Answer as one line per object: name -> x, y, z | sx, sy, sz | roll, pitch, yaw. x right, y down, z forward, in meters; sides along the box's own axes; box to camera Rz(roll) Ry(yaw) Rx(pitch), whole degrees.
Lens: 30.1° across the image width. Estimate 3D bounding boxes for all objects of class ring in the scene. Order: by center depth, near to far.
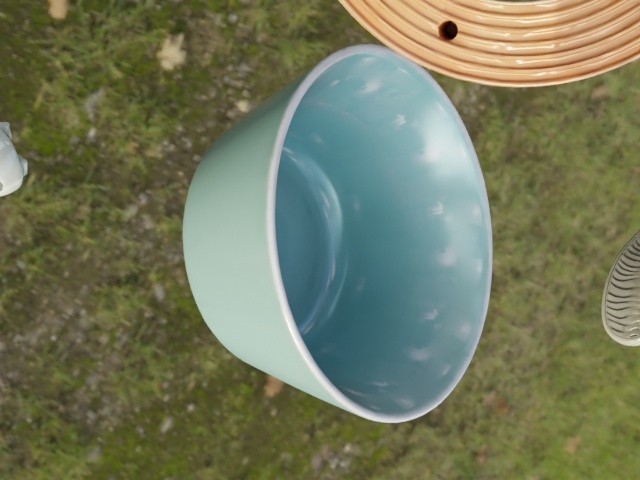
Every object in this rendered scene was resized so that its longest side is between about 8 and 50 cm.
ring -> 0.136, -0.271, 0.795 | 0.032, 0.337, 0.336 | -36, 139, -66

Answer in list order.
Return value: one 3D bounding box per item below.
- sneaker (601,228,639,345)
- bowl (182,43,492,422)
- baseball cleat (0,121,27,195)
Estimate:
sneaker -> 0.350, 0.019, 1.139 | 0.222, 0.083, 0.118 | -58, 146, -10
bowl -> 0.000, 0.000, 1.027 | 0.311, 0.163, 0.311 | 10, 77, -50
baseball cleat -> -0.324, -0.100, 0.968 | 0.109, 0.206, 0.072 | -21, 136, -33
